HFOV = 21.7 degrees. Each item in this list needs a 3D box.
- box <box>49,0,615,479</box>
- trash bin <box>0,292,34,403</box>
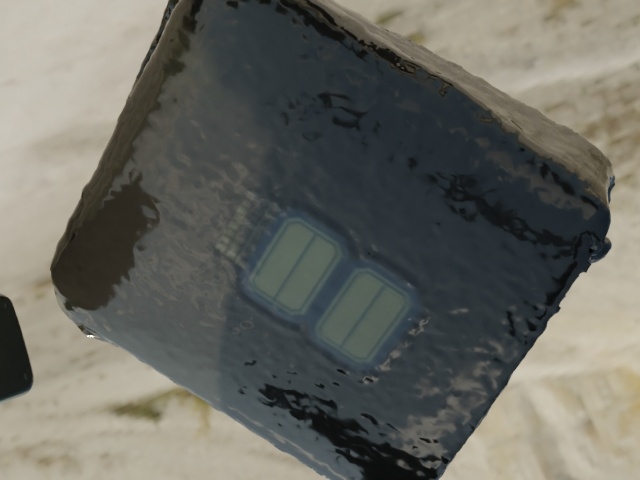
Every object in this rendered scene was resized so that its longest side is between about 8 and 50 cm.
[{"bbox_3d":[0.000,0.000,1.210,0.359,0.350,0.091,-60,177,33],"label":"box"},{"bbox_3d":[-0.356,0.113,1.267,0.236,0.101,0.176,-18,177,34],"label":"trash bin"}]
